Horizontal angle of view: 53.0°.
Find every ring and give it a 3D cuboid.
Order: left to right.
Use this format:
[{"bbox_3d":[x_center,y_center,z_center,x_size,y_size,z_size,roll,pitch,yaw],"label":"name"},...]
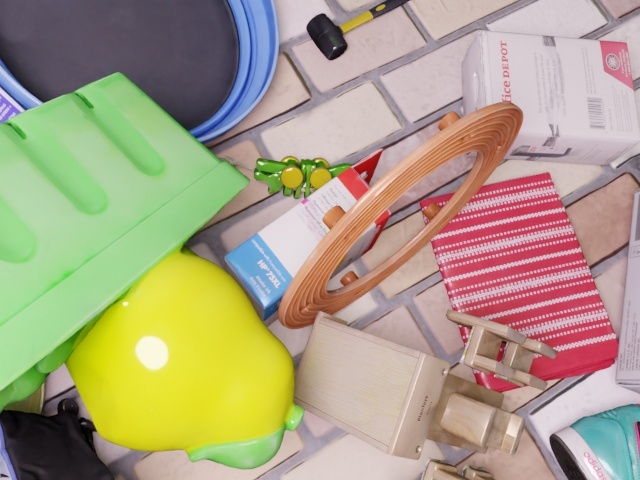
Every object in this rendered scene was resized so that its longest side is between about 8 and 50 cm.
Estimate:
[{"bbox_3d":[0.083,-0.024,0.695,0.336,0.337,0.032,-37,74,-16],"label":"ring"}]

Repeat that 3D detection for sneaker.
[{"bbox_3d":[0.424,0.316,0.747,0.178,0.124,0.296,-30,77,-5],"label":"sneaker"}]

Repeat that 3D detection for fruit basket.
[{"bbox_3d":[-0.200,0.067,0.591,0.392,0.282,0.393,29,50,-40],"label":"fruit basket"}]

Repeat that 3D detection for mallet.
[{"bbox_3d":[0.062,-0.337,0.947,0.189,0.039,0.062,-40,85,-20],"label":"mallet"}]

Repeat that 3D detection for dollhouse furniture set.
[{"bbox_3d":[0.111,0.177,0.718,0.242,0.161,0.212,27,80,-40],"label":"dollhouse furniture set"}]

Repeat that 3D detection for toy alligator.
[{"bbox_3d":[-0.047,-0.080,0.847,0.189,0.056,0.052,2,113,-6],"label":"toy alligator"}]

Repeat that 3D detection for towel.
[{"bbox_3d":[0.261,0.053,0.852,0.198,0.031,0.275,-13,73,-8],"label":"towel"}]

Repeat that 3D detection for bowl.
[{"bbox_3d":[-0.240,-0.288,0.802,0.390,0.077,0.392,9,72,-29],"label":"bowl"}]

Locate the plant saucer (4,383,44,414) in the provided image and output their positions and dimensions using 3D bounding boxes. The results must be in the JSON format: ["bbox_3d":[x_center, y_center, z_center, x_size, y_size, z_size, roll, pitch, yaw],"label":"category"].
[{"bbox_3d":[-0.433,0.180,0.725,0.240,0.037,0.241,2,72,-7],"label":"plant saucer"}]

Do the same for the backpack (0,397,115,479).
[{"bbox_3d":[-0.303,0.308,0.579,0.213,0.276,0.264,15,94,-33],"label":"backpack"}]

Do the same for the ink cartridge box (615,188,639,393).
[{"bbox_3d":[0.511,0.091,0.856,0.238,0.060,0.275,23,70,-22],"label":"ink cartridge box"}]

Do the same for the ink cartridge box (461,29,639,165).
[{"bbox_3d":[0.315,-0.197,0.903,0.217,0.092,0.159,4,73,-8],"label":"ink cartridge box"}]

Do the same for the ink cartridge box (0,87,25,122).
[{"bbox_3d":[-0.391,-0.075,0.664,0.208,0.045,0.206,49,57,-36],"label":"ink cartridge box"}]

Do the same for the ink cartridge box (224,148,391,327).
[{"bbox_3d":[0.000,0.000,0.781,0.231,0.134,0.078,-36,79,-15],"label":"ink cartridge box"}]
